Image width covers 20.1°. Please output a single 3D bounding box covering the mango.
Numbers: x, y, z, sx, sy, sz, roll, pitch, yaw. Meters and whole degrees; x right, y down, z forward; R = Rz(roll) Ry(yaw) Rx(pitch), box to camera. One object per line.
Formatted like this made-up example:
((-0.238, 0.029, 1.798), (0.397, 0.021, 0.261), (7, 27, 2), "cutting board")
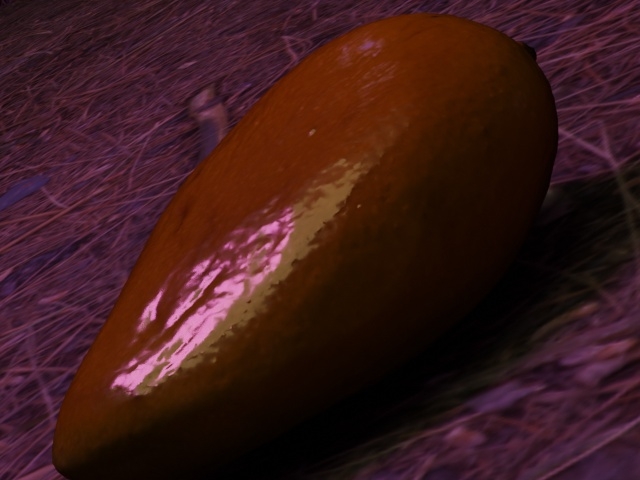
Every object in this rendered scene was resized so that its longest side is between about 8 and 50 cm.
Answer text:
((0.000, 0.000, 0.807), (0.176, 0.119, 0.317), (1, 37, 45), "mango")
